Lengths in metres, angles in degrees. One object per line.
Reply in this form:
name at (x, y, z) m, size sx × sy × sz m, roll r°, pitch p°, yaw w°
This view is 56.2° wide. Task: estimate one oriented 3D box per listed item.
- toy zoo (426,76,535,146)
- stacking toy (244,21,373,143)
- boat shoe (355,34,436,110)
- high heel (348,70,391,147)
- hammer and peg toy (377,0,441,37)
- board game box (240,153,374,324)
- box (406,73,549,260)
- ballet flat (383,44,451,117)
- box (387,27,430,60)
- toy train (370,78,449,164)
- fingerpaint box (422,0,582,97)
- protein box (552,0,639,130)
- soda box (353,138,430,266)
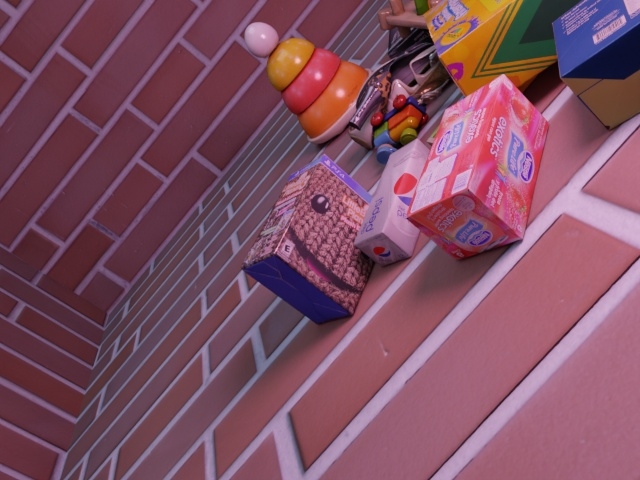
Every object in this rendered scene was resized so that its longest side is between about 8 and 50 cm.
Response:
toy zoo at (0.382, -0.324, 1.375) m, size 0.293 × 0.030 × 0.192 m, roll -51°, pitch 20°, yaw 3°
stacking toy at (-0.071, -0.620, 2.183) m, size 0.351 × 0.480 × 0.350 m, roll -43°, pitch 22°, yaw 22°
boat shoe at (0.238, -0.487, 1.819) m, size 0.340 × 0.127 × 0.113 m, roll -32°, pitch 15°, yaw 22°
high heel at (0.160, -0.375, 1.758) m, size 0.186 × 0.093 × 0.261 m, roll -58°, pitch -11°, yaw -3°
hammer and peg toy at (0.333, -0.715, 1.789) m, size 0.266 × 0.127 × 0.361 m, roll -36°, pitch 36°, yaw -14°
board game box at (0.000, 0.000, 1.355) m, size 0.141 × 0.232 × 0.291 m, roll -24°, pitch 35°, yaw 50°
box at (0.290, -0.132, 1.090) m, size 0.154 × 0.142 × 0.299 m, roll -26°, pitch 32°, yaw 49°
ballet flat at (0.271, -0.440, 1.687) m, size 0.348 × 0.123 × 0.123 m, roll -43°, pitch 22°, yaw 23°
box at (0.351, -0.764, 2.110) m, size 0.242 × 0.076 × 0.307 m, roll -37°, pitch 25°, yaw 32°
toy train at (0.238, -0.310, 1.572) m, size 0.248 × 0.105 × 0.143 m, roll -33°, pitch 38°, yaw 41°
fingerpaint box at (0.432, -0.506, 1.310) m, size 0.371 × 0.163 × 0.444 m, roll -34°, pitch 22°, yaw 21°
protein box at (0.506, -0.329, 0.971) m, size 0.200 × 0.136 × 0.201 m, roll -35°, pitch 26°, yaw 39°
soda box at (0.176, -0.086, 1.326) m, size 0.098 × 0.091 × 0.286 m, roll -25°, pitch 33°, yaw 50°
